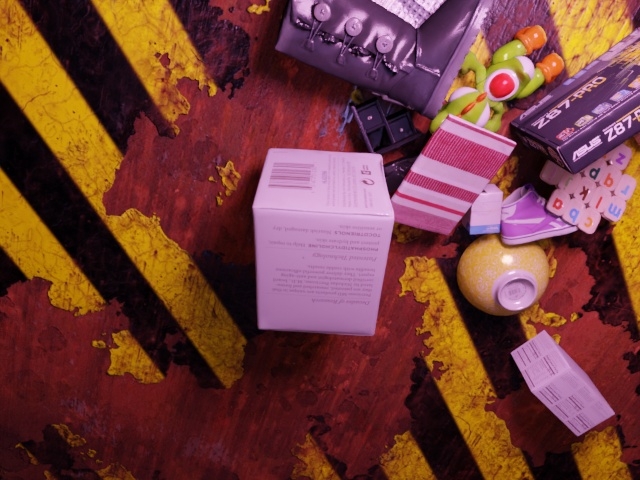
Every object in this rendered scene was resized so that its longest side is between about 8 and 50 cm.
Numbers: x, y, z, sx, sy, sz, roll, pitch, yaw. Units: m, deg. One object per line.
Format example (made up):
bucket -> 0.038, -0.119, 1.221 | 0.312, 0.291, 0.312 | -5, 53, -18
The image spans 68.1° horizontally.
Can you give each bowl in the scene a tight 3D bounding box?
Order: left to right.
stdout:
bowl -> 0.581, 0.127, 1.464 | 0.288, 0.156, 0.290 | 1, 114, 1

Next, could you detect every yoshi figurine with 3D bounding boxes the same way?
yoshi figurine -> 0.435, -0.386, 1.260 | 0.362, 0.204, 0.203 | -38, 143, 3

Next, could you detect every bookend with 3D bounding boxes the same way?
bookend -> 0.182, -0.335, 1.312 | 0.157, 0.072, 0.156 | -22, 111, 10

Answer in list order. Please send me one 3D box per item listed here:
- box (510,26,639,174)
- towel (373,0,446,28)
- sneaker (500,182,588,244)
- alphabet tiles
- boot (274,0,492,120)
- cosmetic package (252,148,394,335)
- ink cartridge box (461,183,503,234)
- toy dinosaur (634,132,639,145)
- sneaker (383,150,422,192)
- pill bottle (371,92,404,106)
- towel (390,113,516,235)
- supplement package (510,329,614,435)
box -> 0.710, -0.352, 1.162 | 0.394, 0.318, 0.097 | -37, 108, 17
towel -> 0.210, -0.638, 1.187 | 0.324, 0.056, 0.312 | 36, 110, -13
sneaker -> 0.661, -0.097, 1.380 | 0.281, 0.102, 0.161 | -15, 108, -7
alphabet tiles -> 0.766, -0.174, 1.352 | 0.283, 0.021, 0.278 | 27, 87, -11
boot -> 0.150, -0.548, 1.141 | 0.444, 0.146, 0.368 | 24, 100, -2
cosmetic package -> 0.000, 0.000, 1.289 | 0.326, 0.330, 0.394 | 3, 126, -1
ink cartridge box -> 0.477, -0.103, 1.398 | 0.089, 0.092, 0.143 | -3, 114, 1
toy dinosaur -> 0.900, -0.297, 1.322 | 0.211, 0.064, 0.112 | 36, 111, -13
sneaker -> 0.243, -0.196, 1.387 | 0.170, 0.051, 0.089 | -19, 113, 14
pill bottle -> 0.211, -0.408, 1.276 | 0.137, 0.078, 0.078 | 16, 113, -7
towel -> 0.337, -0.163, 1.271 | 0.236, 0.037, 0.329 | 13, 127, -25
supplement package -> 0.804, 0.473, 1.586 | 0.145, 0.204, 0.262 | -41, 107, 18
